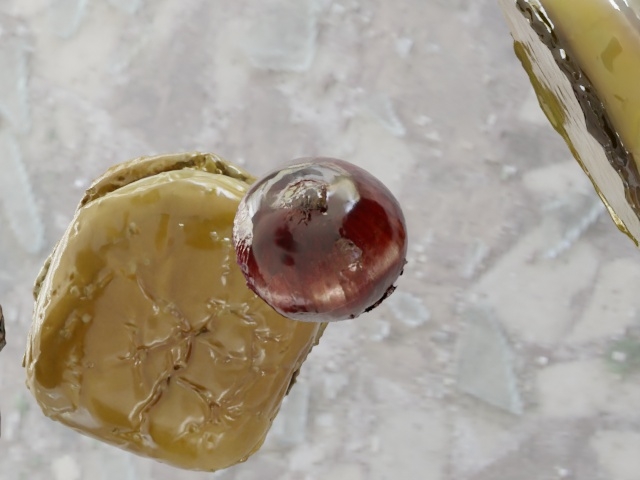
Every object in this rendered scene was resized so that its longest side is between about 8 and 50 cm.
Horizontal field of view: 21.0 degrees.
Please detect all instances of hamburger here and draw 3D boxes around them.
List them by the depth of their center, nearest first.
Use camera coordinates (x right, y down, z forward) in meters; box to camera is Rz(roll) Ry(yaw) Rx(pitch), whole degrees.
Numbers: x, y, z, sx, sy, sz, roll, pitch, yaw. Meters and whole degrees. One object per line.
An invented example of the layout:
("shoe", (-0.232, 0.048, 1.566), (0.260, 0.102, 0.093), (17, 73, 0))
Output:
("hamburger", (0.224, -0.145, 1.117), (0.186, 0.302, 0.261), (-31, 51, 6))
("hamburger", (-0.125, 0.067, 1.642), (0.318, 0.319, 0.158), (-58, 22, 13))

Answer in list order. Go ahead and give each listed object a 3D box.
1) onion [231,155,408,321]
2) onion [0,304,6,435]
("onion", (0.000, 0.000, 1.261), (0.131, 0.131, 0.131), (-7, 78, 35))
("onion", (-0.382, 0.123, 1.398), (0.385, 0.348, 0.347), (-28, 67, 30))
